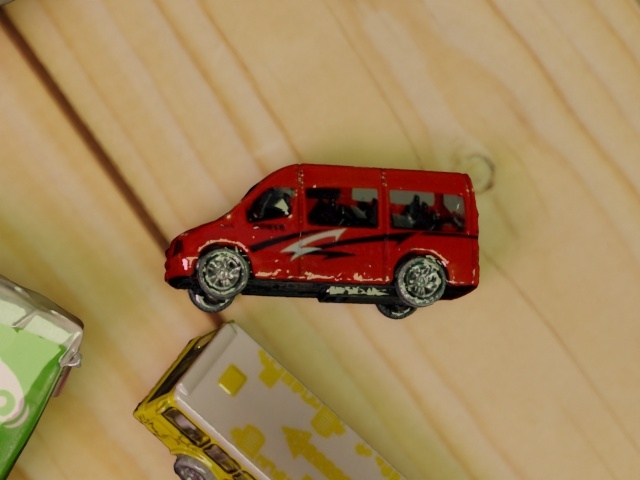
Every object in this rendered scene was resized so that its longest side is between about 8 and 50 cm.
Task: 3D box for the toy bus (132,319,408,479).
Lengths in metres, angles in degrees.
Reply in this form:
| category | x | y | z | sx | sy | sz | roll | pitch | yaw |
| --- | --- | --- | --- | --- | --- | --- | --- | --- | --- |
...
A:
| category | x | y | z | sx | sy | sz | roll | pitch | yaw |
| --- | --- | --- | --- | --- | --- | --- | --- | --- | --- |
| toy bus | -0.009 | 0.154 | 0.949 | 0.226 | 0.074 | 0.081 | 44 | 56 | -6 |

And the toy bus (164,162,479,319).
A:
| category | x | y | z | sx | sy | sz | roll | pitch | yaw |
| --- | --- | --- | --- | --- | --- | --- | --- | --- | --- |
| toy bus | 0.000 | 0.000 | 0.963 | 0.195 | 0.081 | 0.089 | 2 | 80 | -9 |

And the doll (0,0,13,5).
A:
| category | x | y | z | sx | sy | sz | roll | pitch | yaw |
| --- | --- | --- | --- | --- | --- | --- | --- | --- | --- |
| doll | -0.298 | -0.194 | 0.877 | 0.258 | 0.154 | 0.228 | -22 | 98 | -10 |

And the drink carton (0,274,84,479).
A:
| category | x | y | z | sx | sy | sz | roll | pitch | yaw |
| --- | --- | --- | --- | --- | --- | --- | --- | --- | --- |
| drink carton | -0.267 | 0.130 | 0.905 | 0.161 | 0.108 | 0.271 | 29 | 86 | -8 |
